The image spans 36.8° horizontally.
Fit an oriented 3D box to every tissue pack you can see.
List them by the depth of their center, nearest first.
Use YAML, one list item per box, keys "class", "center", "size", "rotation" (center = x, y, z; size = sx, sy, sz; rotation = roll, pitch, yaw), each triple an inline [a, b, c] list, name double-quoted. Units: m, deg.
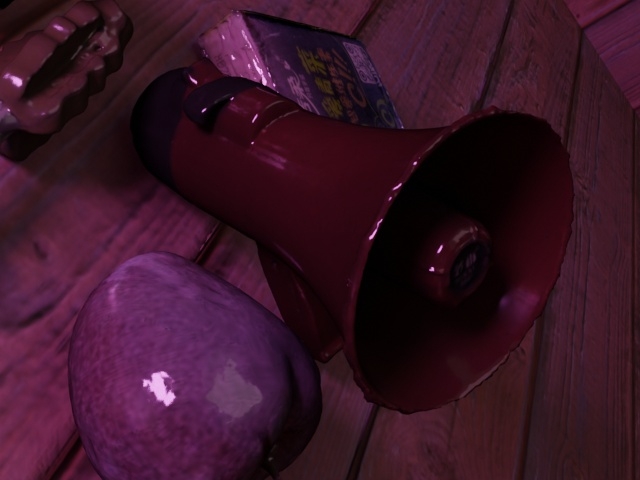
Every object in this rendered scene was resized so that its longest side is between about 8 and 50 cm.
- class: "tissue pack"
  center: [-0.004, -0.134, 0.973]
  size: [0.235, 0.073, 0.173]
  rotation: [-9, 73, -58]

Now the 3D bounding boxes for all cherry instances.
- class: "cherry"
  center: [-0.084, 0.093, 0.607]
  size: [0.176, 0.140, 0.176]
  rotation: [33, 18, -12]

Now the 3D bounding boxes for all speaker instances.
- class: "speaker"
  center: [0.018, -0.014, 0.706]
  size: [0.259, 0.198, 0.329]
  rotation: [38, -7, -40]

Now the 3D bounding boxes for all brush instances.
- class: "brush"
  center: [-0.212, -0.068, 0.612]
  size: [0.071, 0.084, 0.301]
  rotation: [50, 38, -21]

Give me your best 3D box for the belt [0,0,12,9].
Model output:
- class: "belt"
  center: [-0.311, -0.325, 0.650]
  size: [0.359, 0.094, 0.126]
  rotation: [56, 31, -8]
